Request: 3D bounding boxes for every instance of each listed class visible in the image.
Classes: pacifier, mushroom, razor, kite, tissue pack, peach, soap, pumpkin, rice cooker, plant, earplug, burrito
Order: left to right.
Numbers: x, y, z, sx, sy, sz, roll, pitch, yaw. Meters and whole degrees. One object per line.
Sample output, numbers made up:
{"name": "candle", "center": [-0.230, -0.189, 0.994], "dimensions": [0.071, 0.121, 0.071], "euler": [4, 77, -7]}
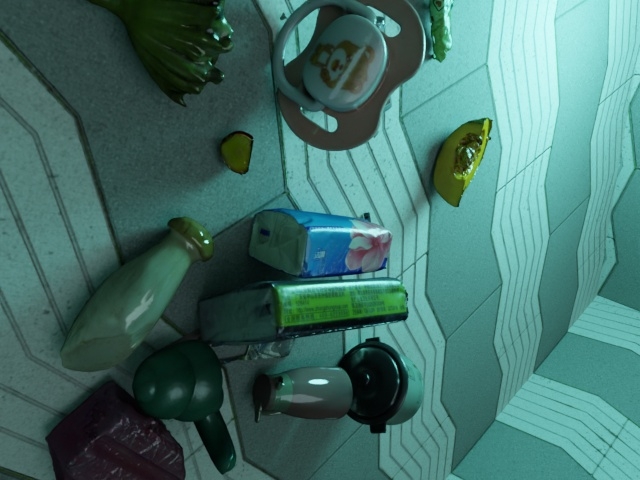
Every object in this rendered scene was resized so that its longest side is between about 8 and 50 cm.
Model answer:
{"name": "soap", "center": [-0.408, 0.460, 0.941], "dimensions": [0.220, 0.127, 0.324], "euler": [-41, 133, -19]}
{"name": "plant", "center": [-0.289, -0.367, 0.710], "dimensions": [0.334, 0.180, 0.251], "euler": [16, 108, -12]}
{"name": "mushroom", "center": [-0.337, 0.101, 0.844], "dimensions": [0.350, 0.128, 0.128], "euler": [-50, 135, -18]}
{"name": "earplug", "center": [-0.279, 0.337, 0.942], "dimensions": [0.280, 0.164, 0.257], "euler": [33, 63, -55]}
{"name": "peach", "center": [-0.162, -0.180, 0.915], "dimensions": [0.077, 0.050, 0.083], "euler": [-33, 123, 3]}
{"name": "kite", "center": [-0.172, 0.257, 1.137], "dimensions": [0.310, 0.015, 0.169], "euler": [-10, 117, -41]}
{"name": "tissue pack", "center": [-0.031, 0.156, 1.026], "dimensions": [0.394, 0.288, 0.124], "euler": [3, 76, -44]}
{"name": "tissue pack", "center": [0.000, 0.000, 1.045], "dimensions": [0.270, 0.209, 0.137], "euler": [0, 101, -41]}
{"name": "pacifier", "center": [0.061, -0.341, 0.923], "dimensions": [0.273, 0.220, 0.332], "euler": [20, 109, -45]}
{"name": "razor", "center": [0.144, 0.003, 1.301], "dimensions": [0.066, 0.033, 0.190], "euler": [-9, 121, 8]}
{"name": "rice cooker", "center": [0.179, 0.441, 1.391], "dimensions": [0.227, 0.241, 0.280], "euler": [36, 48, -50]}
{"name": "burrito", "center": [0.308, -0.594, 1.127], "dimensions": [0.104, 0.054, 0.288], "euler": [-51, 145, -34]}
{"name": "pumpkin", "center": [0.440, -0.247, 1.412], "dimensions": [0.163, 0.111, 0.278], "euler": [-4, 111, -58]}

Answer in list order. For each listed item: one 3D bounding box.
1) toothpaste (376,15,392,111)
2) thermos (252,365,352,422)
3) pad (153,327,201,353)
{"name": "toothpaste", "center": [0.136, -0.404, 1.085], "dimensions": [0.089, 0.057, 0.234], "euler": [-35, 136, -23]}
{"name": "thermos", "center": [-0.063, 0.424, 1.243], "dimensions": [0.265, 0.146, 0.176], "euler": [13, 126, -37]}
{"name": "pad", "center": [-0.306, 0.300, 1.044], "dimensions": [0.113, 0.006, 0.187], "euler": [-26, 125, -30]}
